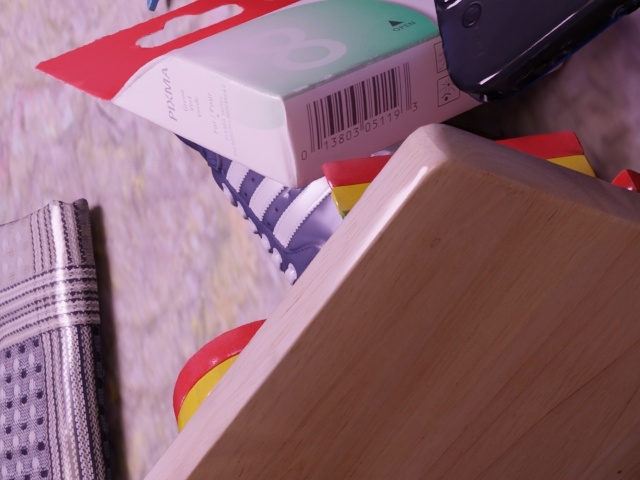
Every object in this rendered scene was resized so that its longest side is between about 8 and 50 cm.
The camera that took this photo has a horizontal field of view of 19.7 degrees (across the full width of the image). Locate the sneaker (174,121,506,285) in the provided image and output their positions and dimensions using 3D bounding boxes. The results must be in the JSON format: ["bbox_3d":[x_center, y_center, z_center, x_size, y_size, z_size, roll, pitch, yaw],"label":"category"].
[{"bbox_3d":[0.000,0.000,0.970,0.282,0.099,0.153,19,99,42],"label":"sneaker"}]

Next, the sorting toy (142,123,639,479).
[{"bbox_3d":[0.067,0.060,0.798,0.257,0.255,0.089,-52,38,30],"label":"sorting toy"}]

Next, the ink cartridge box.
[{"bbox_3d":[-0.017,-0.109,0.936,0.224,0.181,0.056,28,134,43],"label":"ink cartridge box"}]

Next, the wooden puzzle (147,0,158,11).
[{"bbox_3d":[-0.073,-0.196,1.120,0.116,0.014,0.079,-35,59,39],"label":"wooden puzzle"}]

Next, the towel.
[{"bbox_3d":[-0.254,0.147,1.253,0.324,0.056,0.312,-15,77,45],"label":"towel"}]

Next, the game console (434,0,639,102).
[{"bbox_3d":[0.083,-0.255,0.793,0.250,0.173,0.293,-37,43,33],"label":"game console"}]
